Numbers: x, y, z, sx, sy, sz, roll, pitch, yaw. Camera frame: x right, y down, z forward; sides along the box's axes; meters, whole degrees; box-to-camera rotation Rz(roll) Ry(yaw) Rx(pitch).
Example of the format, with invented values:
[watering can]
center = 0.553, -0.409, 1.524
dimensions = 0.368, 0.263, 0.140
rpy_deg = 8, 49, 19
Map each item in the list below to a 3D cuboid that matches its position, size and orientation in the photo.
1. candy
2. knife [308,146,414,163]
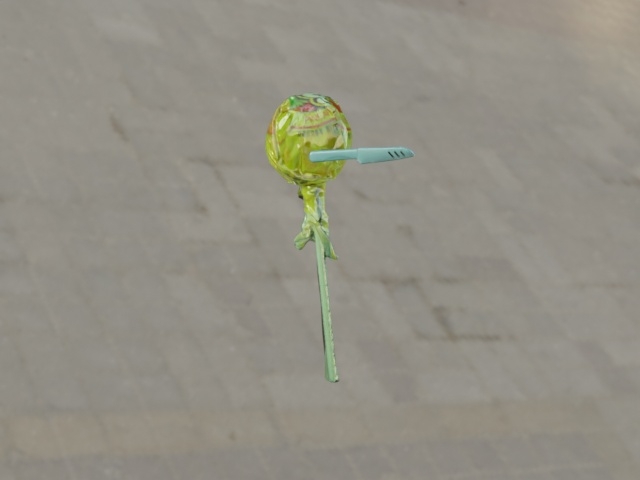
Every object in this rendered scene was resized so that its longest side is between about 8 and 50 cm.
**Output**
[candy]
center = -0.002, 0.000, 1.234
dimensions = 0.077, 0.262, 0.073
rpy_deg = -7, 12, -7
[knife]
center = 0.033, -0.069, 1.141
dimensions = 0.091, 0.014, 0.005
rpy_deg = -2, 15, 20
